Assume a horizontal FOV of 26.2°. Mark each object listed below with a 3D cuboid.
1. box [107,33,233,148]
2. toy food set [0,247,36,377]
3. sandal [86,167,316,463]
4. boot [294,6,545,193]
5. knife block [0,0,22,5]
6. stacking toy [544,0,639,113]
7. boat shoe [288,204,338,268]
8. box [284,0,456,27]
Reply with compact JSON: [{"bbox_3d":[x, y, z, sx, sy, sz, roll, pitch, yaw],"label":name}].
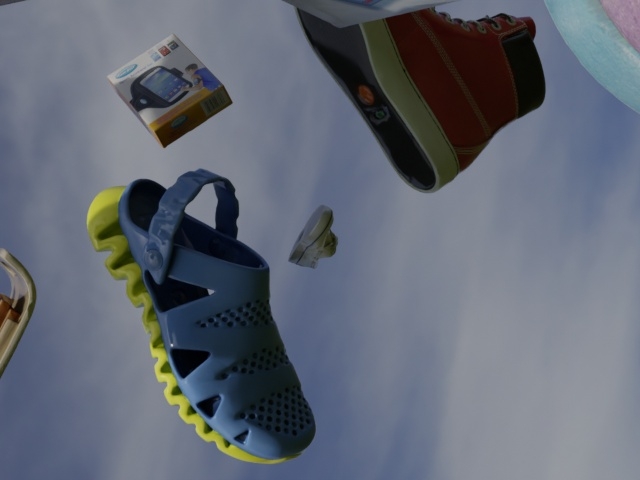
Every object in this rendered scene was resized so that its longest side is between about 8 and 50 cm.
[{"bbox_3d":[-0.151,-0.151,1.341,0.081,0.136,0.028,-35,-44,-9],"label":"box"},{"bbox_3d":[-0.408,0.148,1.478,0.092,0.220,0.306,28,-99,-15],"label":"toy food set"},{"bbox_3d":[-0.096,0.060,1.283,0.138,0.317,0.126,-37,-9,33],"label":"sandal"},{"bbox_3d":[0.090,-0.187,1.169,0.176,0.088,0.244,-39,-74,-24],"label":"boot"},{"bbox_3d":[-0.130,-0.253,1.057,0.088,0.242,0.275,-44,28,51],"label":"knife block"},{"bbox_3d":[0.093,-0.191,0.378,0.279,0.309,0.130,-56,2,-3],"label":"stacking toy"},{"bbox_3d":[0.000,0.000,1.261,0.100,0.035,0.035,124,167,-58],"label":"boat shoe"},{"bbox_3d":[0.029,-0.151,0.566,0.159,0.233,0.044,20,-104,-38],"label":"box"}]
